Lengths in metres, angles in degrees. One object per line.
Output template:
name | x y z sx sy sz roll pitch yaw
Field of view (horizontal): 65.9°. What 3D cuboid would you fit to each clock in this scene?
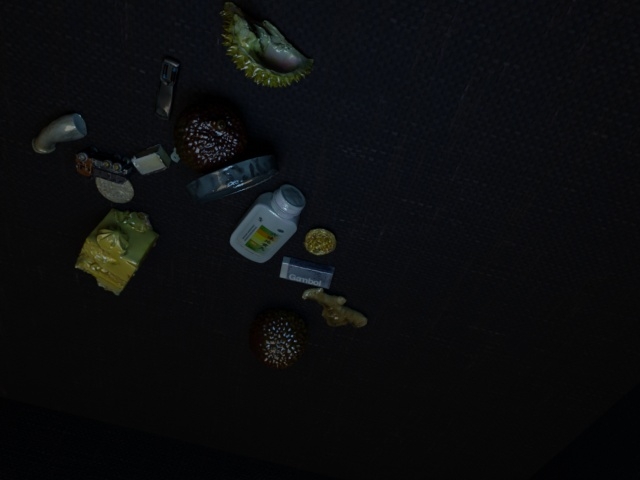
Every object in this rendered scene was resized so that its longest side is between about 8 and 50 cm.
clock | -0.282 -0.197 1.603 0.312 0.312 0.062 -19 94 23

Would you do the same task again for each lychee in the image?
lychee | -0.186 0.430 2.134 0.267 0.268 0.268 5 130 6
lychee | -0.352 -0.320 1.567 0.235 0.236 0.271 33 149 -17

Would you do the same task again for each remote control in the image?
remote control | -0.491 -0.482 1.578 0.059 0.028 0.212 20 130 -8

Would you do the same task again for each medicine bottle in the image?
medicine bottle | -0.187 -0.064 1.810 0.179 0.124 0.324 34 126 -17

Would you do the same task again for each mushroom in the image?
mushroom | -0.918 -0.367 1.715 0.223 0.092 0.081 -20 80 20

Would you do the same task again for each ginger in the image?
ginger | 0.054 0.286 2.076 0.147 0.081 0.333 -26 126 31

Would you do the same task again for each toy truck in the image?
toy truck | -0.768 -0.262 1.762 0.191 0.083 0.092 16 117 -3

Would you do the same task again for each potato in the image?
potato | -0.597 -0.284 1.741 0.122 0.061 0.086 -12 127 21

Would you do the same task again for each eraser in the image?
eraser | -0.054 0.130 1.994 0.212 0.046 0.092 12 131 0

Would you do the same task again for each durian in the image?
durian | -0.175 -0.542 1.401 0.306 0.172 0.166 38 102 -11

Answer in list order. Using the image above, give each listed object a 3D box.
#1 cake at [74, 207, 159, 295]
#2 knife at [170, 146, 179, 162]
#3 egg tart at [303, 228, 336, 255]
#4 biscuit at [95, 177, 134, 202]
cake | -0.779 0.024 1.917 0.222 0.228 0.286 34 127 -17
knife | -0.473 -0.334 1.700 0.044 0.023 0.162 33 127 -20
egg tart | 0.000 0.000 1.878 0.128 0.049 0.129 1 128 2
biscuit | -0.776 -0.203 1.864 0.151 0.020 0.152 4 131 5
